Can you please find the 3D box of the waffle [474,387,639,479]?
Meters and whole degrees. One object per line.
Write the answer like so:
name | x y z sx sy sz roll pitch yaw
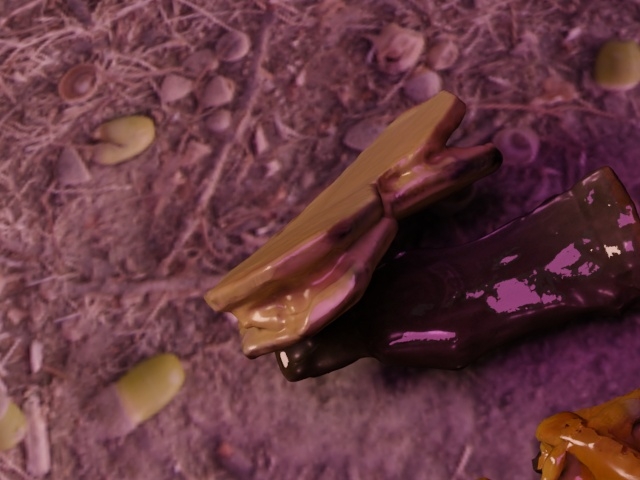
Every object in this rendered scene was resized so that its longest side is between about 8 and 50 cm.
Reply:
waffle | 0.205 0.195 0.551 0.382 0.095 0.379 -12 43 21

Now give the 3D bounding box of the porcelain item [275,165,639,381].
porcelain item | 0.077 0.036 0.760 0.216 0.069 0.081 -22 61 4

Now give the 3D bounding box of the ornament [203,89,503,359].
ornament | 0.000 0.000 0.775 0.180 0.059 0.201 -27 11 48
